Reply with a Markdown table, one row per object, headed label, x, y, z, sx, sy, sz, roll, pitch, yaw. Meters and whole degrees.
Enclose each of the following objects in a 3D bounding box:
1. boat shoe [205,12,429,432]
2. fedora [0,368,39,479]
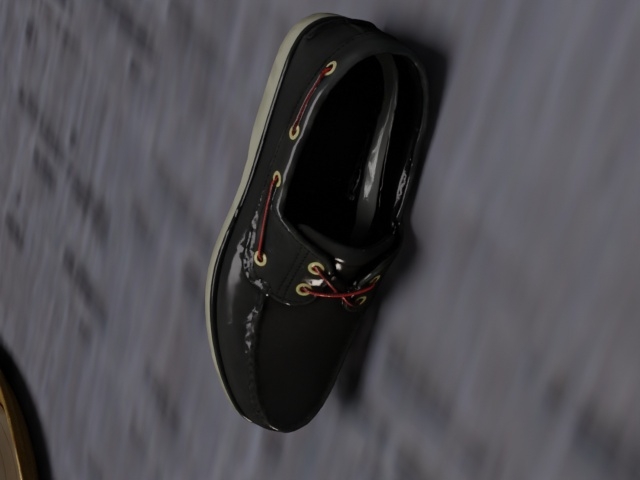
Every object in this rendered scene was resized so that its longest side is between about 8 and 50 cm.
| label | x | y | z | sx | sy | sz | roll | pitch | yaw |
| --- | --- | --- | --- | --- | --- | --- | --- | --- | --- |
| boat shoe | -0.002 | 0.000 | 0.369 | 0.042 | 0.049 | 0.133 | 37 | 118 | 57 |
| fedora | -0.217 | 0.144 | 0.663 | 0.194 | 0.079 | 0.194 | 6 | 98 | 54 |
